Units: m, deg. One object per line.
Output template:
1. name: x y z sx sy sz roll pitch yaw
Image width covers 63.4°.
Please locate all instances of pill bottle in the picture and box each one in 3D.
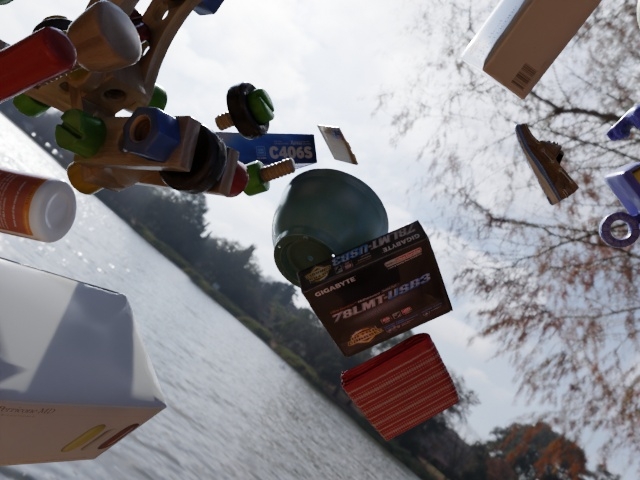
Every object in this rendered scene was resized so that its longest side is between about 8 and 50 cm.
1. pill bottle: -0.580 -0.074 0.956 0.215 0.121 0.121 12 -18 7

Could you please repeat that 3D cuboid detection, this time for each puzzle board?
1. puzzle board: 0.040 -0.224 1.197 0.097 0.011 0.128 60 -12 -24

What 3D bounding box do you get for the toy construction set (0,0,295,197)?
1. toy construction set: -0.209 -0.124 0.446 0.309 0.237 0.258 -39 113 -69

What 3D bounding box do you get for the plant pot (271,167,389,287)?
1. plant pot: 0.000 0.000 1.257 0.292 0.196 0.293 13 -49 15

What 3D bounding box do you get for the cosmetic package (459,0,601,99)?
1. cosmetic package: 0.242 -0.265 0.508 0.060 0.239 0.099 30 22 -12

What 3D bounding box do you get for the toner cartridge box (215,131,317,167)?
1. toner cartridge box: -0.196 -0.201 1.213 0.165 0.347 0.075 -7 -90 55

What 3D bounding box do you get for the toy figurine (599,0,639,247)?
1. toy figurine: 0.360 -0.081 0.497 0.363 0.217 0.191 55 19 3

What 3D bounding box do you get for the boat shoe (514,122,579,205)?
1. boat shoe: 0.440 -0.159 1.012 0.066 0.066 0.183 21 46 -62

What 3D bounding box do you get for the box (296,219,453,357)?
1. box: 0.135 0.122 1.194 0.293 0.295 0.073 61 7 -46

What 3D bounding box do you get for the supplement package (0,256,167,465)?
1. supplement package: -0.363 0.160 0.668 0.204 0.145 0.262 58 10 28

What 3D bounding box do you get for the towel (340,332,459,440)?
1. towel: 0.172 0.307 1.069 0.275 0.198 0.031 59 4 -41
